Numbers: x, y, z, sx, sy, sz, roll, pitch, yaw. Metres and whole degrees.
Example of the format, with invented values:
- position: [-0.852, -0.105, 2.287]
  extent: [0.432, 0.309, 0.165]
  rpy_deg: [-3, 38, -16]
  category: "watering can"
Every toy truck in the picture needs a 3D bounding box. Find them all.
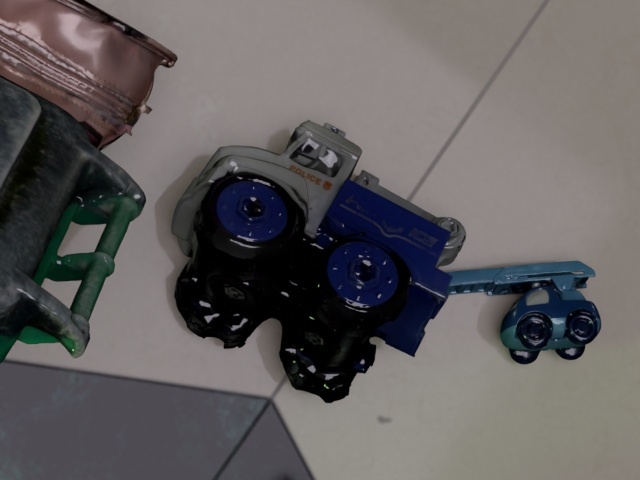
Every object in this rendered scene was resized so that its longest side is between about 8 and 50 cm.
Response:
- position: [0.156, 0.059, 1.524]
  extent: [0.136, 0.063, 0.074]
  rpy_deg: [-5, 71, -10]
  category: "toy truck"
- position: [0.000, 0.000, 1.450]
  extent: [0.213, 0.161, 0.177]
  rpy_deg: [28, 60, 2]
  category: "toy truck"

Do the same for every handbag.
- position: [-0.219, -0.136, 1.393]
  extent: [0.205, 0.179, 0.116]
  rpy_deg: [28, 91, -11]
  category: "handbag"

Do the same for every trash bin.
- position: [-0.326, 0.057, 1.262]
  extent: [0.295, 0.259, 0.381]
  rpy_deg: [27, 124, -9]
  category: "trash bin"
